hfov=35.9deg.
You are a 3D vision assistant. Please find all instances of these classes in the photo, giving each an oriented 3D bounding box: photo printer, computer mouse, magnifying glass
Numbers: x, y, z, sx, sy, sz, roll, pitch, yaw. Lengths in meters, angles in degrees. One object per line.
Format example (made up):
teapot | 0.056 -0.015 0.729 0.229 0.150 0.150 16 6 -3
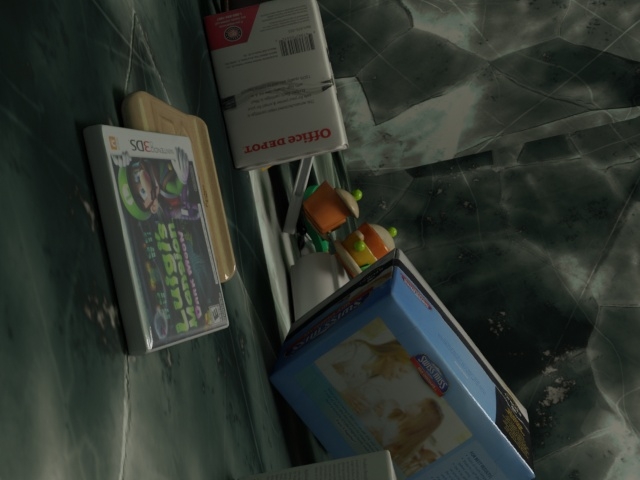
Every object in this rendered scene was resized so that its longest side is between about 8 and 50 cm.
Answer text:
photo printer | 0.030 0.211 1.785 0.256 0.107 0.308 67 12 -47
computer mouse | -0.019 0.019 2.074 0.106 0.042 0.193 -93 169 -64
magnifying glass | 0.000 0.000 2.031 0.092 0.026 0.231 -32 116 -61

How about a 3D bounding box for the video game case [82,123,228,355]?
video game case | -0.140 -0.004 0.877 0.173 0.022 0.191 -8 86 -72

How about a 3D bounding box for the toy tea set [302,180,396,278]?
toy tea set | 0.064 -0.031 1.816 0.200 0.124 0.336 52 -2 3

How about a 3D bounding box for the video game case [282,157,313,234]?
video game case | -0.022 -0.173 1.900 0.204 0.025 0.285 -84 -171 -73

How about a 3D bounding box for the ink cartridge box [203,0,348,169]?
ink cartridge box | -0.065 -0.237 1.512 0.100 0.171 0.237 -12 90 -84

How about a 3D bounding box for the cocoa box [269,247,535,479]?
cocoa box | 0.127 0.233 1.484 0.347 0.231 0.228 51 16 -8

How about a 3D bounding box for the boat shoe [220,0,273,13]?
boat shoe | -0.083 -0.298 1.686 0.130 0.132 0.355 -96 171 -49

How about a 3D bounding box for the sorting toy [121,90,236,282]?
sorting toy | -0.147 -0.045 1.018 0.208 0.038 0.193 -4 81 -79

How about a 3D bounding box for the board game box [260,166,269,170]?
board game box | -0.081 -0.203 1.641 0.026 0.103 0.154 41 -23 44

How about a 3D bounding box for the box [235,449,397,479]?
box | 0.006 0.312 1.047 0.091 0.170 0.130 -92 169 -61
